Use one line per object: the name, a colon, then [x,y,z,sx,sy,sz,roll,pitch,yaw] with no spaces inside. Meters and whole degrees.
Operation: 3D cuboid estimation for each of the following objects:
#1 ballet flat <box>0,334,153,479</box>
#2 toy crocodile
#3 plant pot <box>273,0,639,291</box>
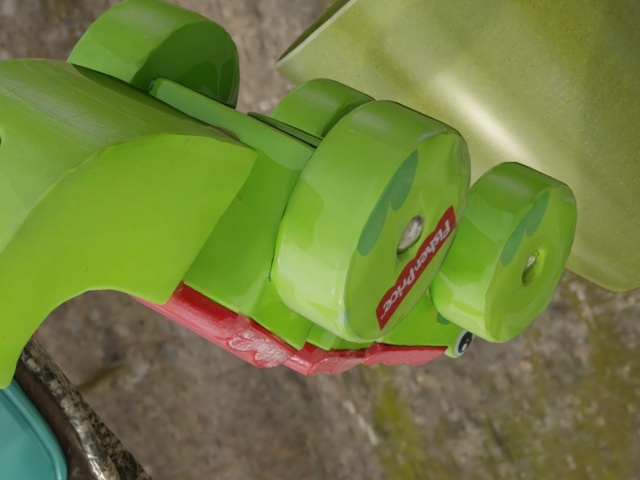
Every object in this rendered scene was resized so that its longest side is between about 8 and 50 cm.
ballet flat: [-0.175,0.161,0.877,0.483,0.164,0.182,53,-169,-24]
toy crocodile: [0.000,0.000,0.477,0.115,0.340,0.105,27,97,24]
plant pot: [0.166,-0.115,1.024,0.293,0.275,0.275,46,163,-8]
